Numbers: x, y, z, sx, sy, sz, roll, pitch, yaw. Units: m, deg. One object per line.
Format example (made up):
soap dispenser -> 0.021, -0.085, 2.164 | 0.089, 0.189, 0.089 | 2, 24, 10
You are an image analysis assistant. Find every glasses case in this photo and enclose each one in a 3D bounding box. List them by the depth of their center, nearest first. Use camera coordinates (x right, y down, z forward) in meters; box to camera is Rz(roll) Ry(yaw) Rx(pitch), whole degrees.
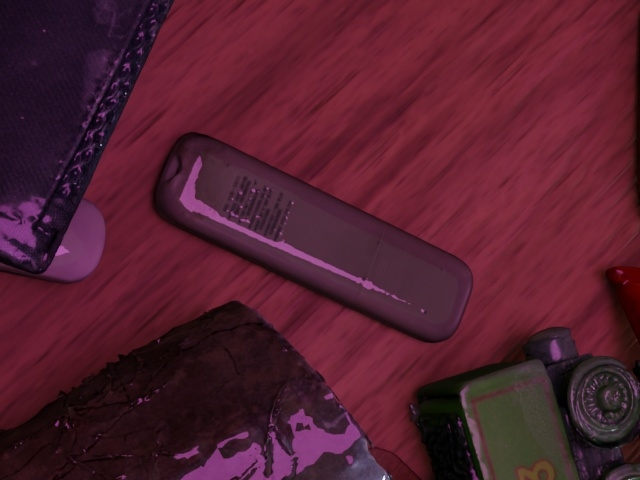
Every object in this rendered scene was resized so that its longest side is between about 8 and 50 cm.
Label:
glasses case -> -0.274, -0.015, 1.392 | 0.197, 0.049, 0.076 | 14, 78, -17

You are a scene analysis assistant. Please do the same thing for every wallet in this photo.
wallet -> -0.263, -0.164, 1.375 | 0.237, 0.075, 0.342 | 25, 72, -5

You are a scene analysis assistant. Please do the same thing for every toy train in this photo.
toy train -> 0.202, 0.208, 1.511 | 0.188, 0.132, 0.243 | -17, 90, -20

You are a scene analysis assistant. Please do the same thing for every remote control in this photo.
remote control -> 0.000, -0.001, 1.499 | 0.309, 0.038, 0.090 | 25, 77, -18

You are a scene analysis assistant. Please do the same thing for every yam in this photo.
yam -> -0.122, 0.210, 1.354 | 0.348, 0.241, 0.241 | -27, 96, -18

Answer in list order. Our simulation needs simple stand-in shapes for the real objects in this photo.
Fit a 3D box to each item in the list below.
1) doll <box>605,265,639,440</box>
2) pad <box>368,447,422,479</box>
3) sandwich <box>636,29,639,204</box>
doll -> 0.365, 0.168, 1.491 | 0.099, 0.188, 0.384 | 6, 57, -39
pad -> 0.051, 0.371, 1.508 | 0.284, 0.018, 0.286 | 46, 72, -12
sandwich -> 0.391, -0.140, 1.620 | 0.155, 0.227, 0.198 | 6, 49, -18
